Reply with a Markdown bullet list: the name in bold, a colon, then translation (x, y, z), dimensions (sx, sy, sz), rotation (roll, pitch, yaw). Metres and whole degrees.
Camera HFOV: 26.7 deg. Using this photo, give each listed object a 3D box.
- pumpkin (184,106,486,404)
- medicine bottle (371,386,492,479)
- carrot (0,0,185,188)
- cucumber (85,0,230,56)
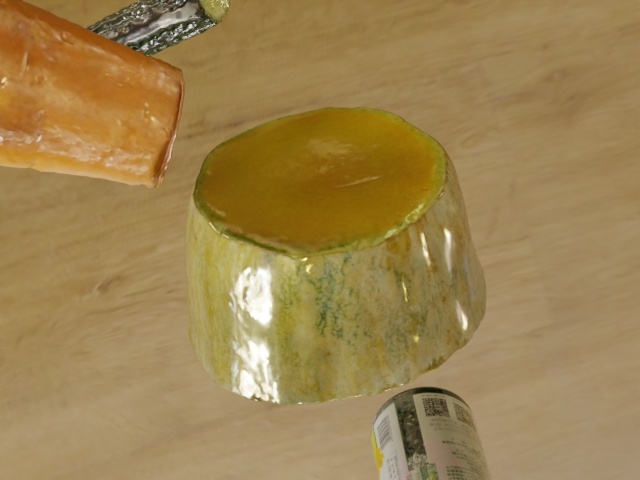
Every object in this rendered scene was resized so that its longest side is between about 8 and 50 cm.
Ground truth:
- **pumpkin**: translation (0.000, 0.000, 1.435), dimensions (0.332, 0.332, 0.199), rotation (-25, 128, -13)
- **medicine bottle**: translation (0.147, 0.319, 1.665), dimensions (0.141, 0.293, 0.141), rotation (-3, 121, -5)
- **carrot**: translation (-0.277, -0.147, 1.452), dimensions (0.254, 0.196, 0.196), rotation (17, 82, -13)
- **cucumber**: translation (-0.224, -0.264, 1.677), dimensions (0.265, 0.077, 0.077), rotation (-20, 89, 24)
